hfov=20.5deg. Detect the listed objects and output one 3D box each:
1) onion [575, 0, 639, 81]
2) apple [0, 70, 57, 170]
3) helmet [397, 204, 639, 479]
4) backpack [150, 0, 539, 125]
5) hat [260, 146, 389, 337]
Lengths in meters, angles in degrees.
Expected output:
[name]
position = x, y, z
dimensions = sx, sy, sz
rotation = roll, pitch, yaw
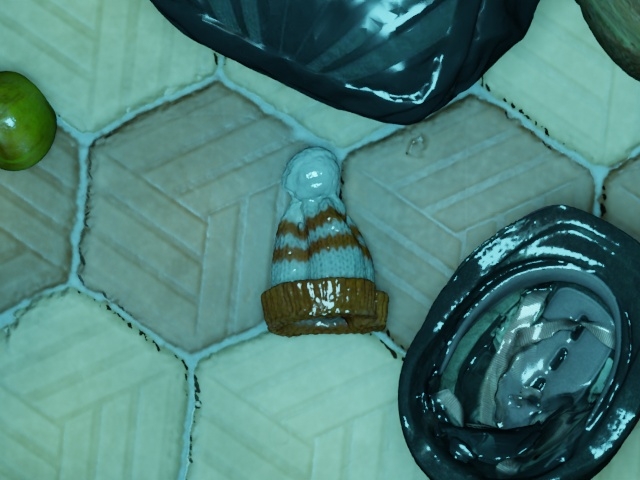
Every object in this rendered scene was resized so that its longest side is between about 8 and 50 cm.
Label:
[onion]
position = 0.355, -0.241, 1.352
dimensions = 0.353, 0.353, 0.354
rotation = 0, 93, 5
[apple]
position = -0.273, -0.105, 1.549
dimensions = 0.074, 0.089, 0.089
rotation = -42, 89, -13
[helmet]
position = 0.182, 0.114, 1.495
dimensions = 0.198, 0.154, 0.253
rotation = 37, 77, 21
[backpack]
position = 0.048, -0.343, 1.433
dimensions = 0.363, 0.255, 0.446
rotation = 25, 109, 4
[hat]
position = 0.000, 0.000, 1.545
dimensions = 0.112, 0.093, 0.162
rotation = -4, 75, -5
